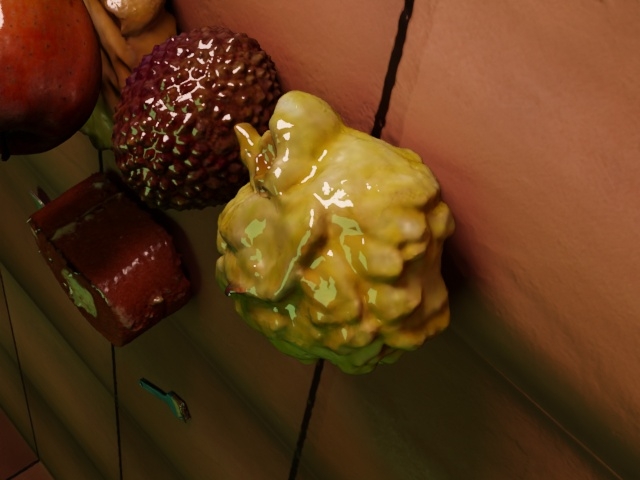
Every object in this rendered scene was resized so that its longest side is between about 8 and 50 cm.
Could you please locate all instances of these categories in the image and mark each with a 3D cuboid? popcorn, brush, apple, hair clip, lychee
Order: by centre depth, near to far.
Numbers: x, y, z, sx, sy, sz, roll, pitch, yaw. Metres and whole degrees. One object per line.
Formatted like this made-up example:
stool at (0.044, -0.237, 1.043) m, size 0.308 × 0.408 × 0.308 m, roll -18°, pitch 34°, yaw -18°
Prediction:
popcorn at (0.000, 0.000, 0.803) m, size 0.233 × 0.192 × 0.266 m, roll -17°, pitch 100°, yaw 57°
lychee at (-0.132, -0.120, 0.907) m, size 0.188 × 0.188 × 0.188 m, roll 34°, pitch 141°, yaw 34°
apple at (-0.335, -0.195, 0.914) m, size 0.234 × 0.234 × 0.234 m, roll 34°, pitch 141°, yaw 34°
brush at (-0.292, 0.288, 1.623) m, size 0.164 × 0.014 × 0.051 m, roll 18°, pitch 129°, yaw 48°
hair clip at (-0.529, -0.042, 1.670) m, size 0.054 × 0.022 × 0.137 m, roll 42°, pitch 144°, yaw 25°

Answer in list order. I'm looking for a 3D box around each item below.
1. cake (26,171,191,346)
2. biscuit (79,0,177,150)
cake at (-0.315, 0.033, 1.323) m, size 0.283 × 0.151 × 0.177 m, roll 35°, pitch 153°, yaw 34°
biscuit at (-0.269, -0.266, 1.047) m, size 0.325 × 0.107 × 0.326 m, roll 35°, pitch 138°, yaw 38°
